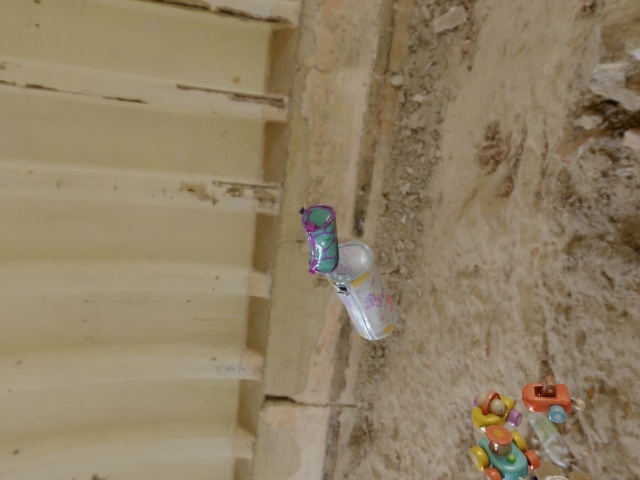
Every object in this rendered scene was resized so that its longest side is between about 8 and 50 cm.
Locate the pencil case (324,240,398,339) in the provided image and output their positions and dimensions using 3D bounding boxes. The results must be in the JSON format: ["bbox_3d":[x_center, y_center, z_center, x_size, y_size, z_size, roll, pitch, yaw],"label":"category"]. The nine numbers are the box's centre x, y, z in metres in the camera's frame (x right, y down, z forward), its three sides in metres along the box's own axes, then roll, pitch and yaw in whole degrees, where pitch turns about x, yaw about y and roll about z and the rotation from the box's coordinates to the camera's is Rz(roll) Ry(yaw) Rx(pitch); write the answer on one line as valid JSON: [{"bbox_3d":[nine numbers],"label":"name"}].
[{"bbox_3d":[0.097,0.120,1.094,0.273,0.114,0.124,61,-162,-47],"label":"pencil case"}]

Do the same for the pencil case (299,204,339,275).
[{"bbox_3d":[0.000,0.000,0.905,0.070,0.065,0.151,-44,-30,-25],"label":"pencil case"}]

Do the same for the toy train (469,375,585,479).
[{"bbox_3d":[0.233,0.205,0.543,0.166,0.125,0.046,-48,-50,-56],"label":"toy train"}]

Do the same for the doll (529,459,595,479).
[{"bbox_3d":[0.265,0.354,0.552,0.046,0.129,0.188,-35,-45,-67],"label":"doll"}]
